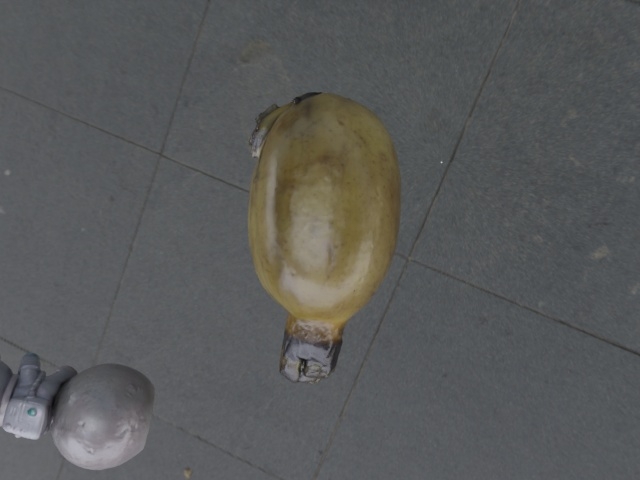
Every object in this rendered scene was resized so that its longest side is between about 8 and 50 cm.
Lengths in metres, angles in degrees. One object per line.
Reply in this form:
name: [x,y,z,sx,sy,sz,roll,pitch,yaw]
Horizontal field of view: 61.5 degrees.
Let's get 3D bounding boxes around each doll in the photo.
doll: [-0.378,0.225,0.730,0.287,0.151,0.150,15,102,-18]

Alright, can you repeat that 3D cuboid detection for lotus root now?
lotus root: [0.000,0.000,0.582,0.183,0.183,0.309,2,84,12]
